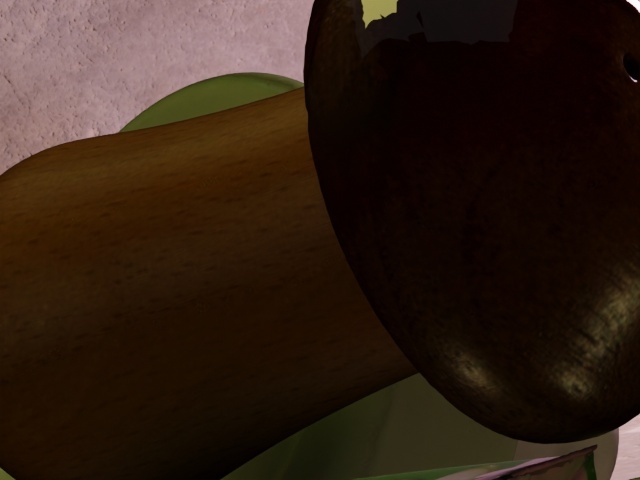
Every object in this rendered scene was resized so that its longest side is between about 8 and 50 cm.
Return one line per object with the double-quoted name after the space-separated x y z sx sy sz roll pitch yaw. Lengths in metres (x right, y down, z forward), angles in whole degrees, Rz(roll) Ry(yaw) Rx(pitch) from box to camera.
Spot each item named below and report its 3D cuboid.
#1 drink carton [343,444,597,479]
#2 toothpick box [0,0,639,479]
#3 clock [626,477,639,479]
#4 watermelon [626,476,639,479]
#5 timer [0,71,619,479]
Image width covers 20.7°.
-0.034 0.151 0.622 0.161 0.108 0.271 -8 -6 -44 "drink carton"
0.000 0.000 0.654 0.294 0.192 0.192 -20 -6 35 "toothpick box"
0.243 0.081 0.558 0.286 0.117 0.348 -13 -2 16 "clock"
0.129 0.133 0.696 0.078 0.078 0.110 -14 -1 37 "watermelon"
0.034 0.092 0.936 0.315 0.291 0.291 19 -23 -41 "timer"
